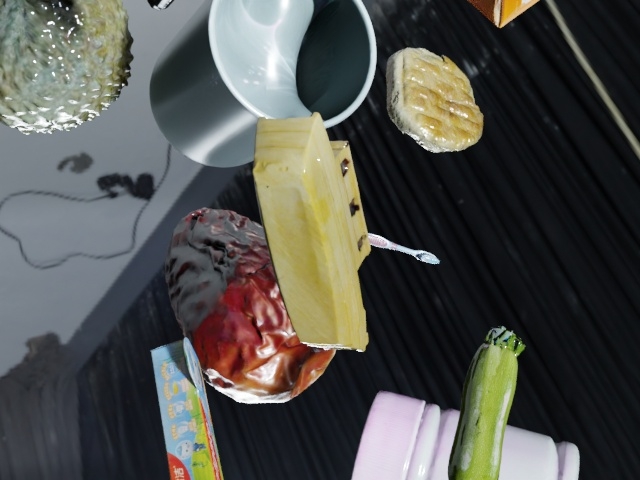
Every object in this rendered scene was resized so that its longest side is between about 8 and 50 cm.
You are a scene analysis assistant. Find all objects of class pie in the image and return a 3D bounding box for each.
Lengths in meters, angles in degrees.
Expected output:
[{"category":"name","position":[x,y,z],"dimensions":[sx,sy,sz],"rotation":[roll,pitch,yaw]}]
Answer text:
[{"category":"pie","position":[0.185,-0.222,1.365],"dimensions":[0.195,0.195,0.046],"rotation":[-3,155,-33]}]

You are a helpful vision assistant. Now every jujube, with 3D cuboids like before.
[{"category":"jujube","position":[-0.110,0.079,1.194],"dimensions":[0.216,0.342,0.216],"rotation":[-16,130,-20]}]

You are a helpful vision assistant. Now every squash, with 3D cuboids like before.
[{"category":"squash","position":[0.160,0.170,0.831],"dimensions":[0.052,0.184,0.052],"rotation":[14,155,7]}]

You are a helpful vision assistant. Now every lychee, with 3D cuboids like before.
[{"category":"lychee","position":[-0.371,-0.268,1.126],"dimensions":[0.255,0.255,0.274],"rotation":[-36,162,20]}]

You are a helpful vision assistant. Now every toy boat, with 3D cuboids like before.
[{"category":"toy boat","position":[0.000,0.000,0.607],"dimensions":[0.057,0.077,0.201],"rotation":[1,121,24]}]

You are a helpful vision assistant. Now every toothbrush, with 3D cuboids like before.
[{"category":"toothbrush","position":[0.067,-0.001,1.066],"dimensions":[0.193,0.019,0.013],"rotation":[18,98,-22]}]

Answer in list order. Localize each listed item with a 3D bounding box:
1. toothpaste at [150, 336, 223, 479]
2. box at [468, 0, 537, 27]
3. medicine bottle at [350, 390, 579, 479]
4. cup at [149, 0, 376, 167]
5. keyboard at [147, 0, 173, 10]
[{"category":"toothpaste","position":[-0.132,0.182,0.834],"dimensions":[0.044,0.193,0.070],"rotation":[-18,136,-3]},{"category":"box","position":[0.323,-0.511,1.283],"dimensions":[0.341,0.225,0.143],"rotation":[-36,155,-8]},{"category":"medicine bottle","position":[0.217,0.366,1.309],"dimensions":[0.315,0.202,0.202],"rotation":[15,152,13]},{"category":"cup","position":[-0.092,-0.209,1.076],"dimensions":[0.205,0.206,0.312],"rotation":[-7,178,-27]},{"category":"keyboard","position":[-0.124,-0.279,0.739],"dimensions":[0.016,0.106,0.262],"rotation":[-16,-176,-24]}]
